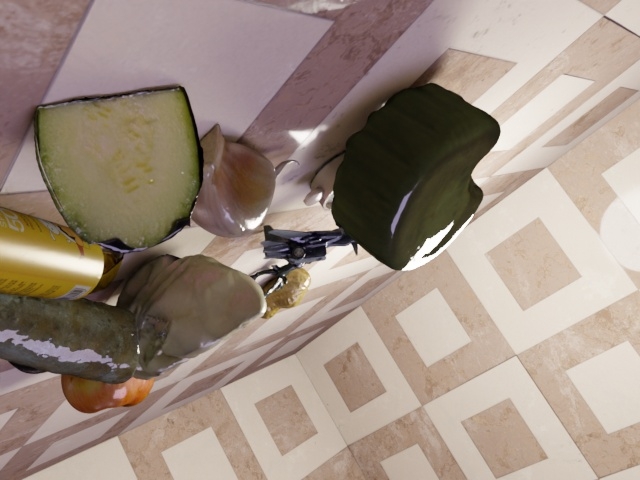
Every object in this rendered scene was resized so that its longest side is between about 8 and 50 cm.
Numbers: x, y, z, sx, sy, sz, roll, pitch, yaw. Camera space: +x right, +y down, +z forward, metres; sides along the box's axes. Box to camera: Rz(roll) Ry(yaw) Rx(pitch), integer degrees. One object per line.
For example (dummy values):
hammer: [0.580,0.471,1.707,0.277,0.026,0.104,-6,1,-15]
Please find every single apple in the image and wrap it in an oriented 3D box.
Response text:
apple: [-0.480,0.305,1.356,0.209,0.164,0.209,-3,170,-1]

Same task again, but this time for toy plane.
toy plane: [0.001,0.011,1.342,0.267,0.088,0.212,-1,163,-3]

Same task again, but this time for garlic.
garlic: [-0.125,-0.076,0.967,0.148,0.129,0.266,-35,171,18]

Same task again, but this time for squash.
squash: [-0.241,-0.081,0.713,0.191,0.184,0.085,-18,-160,-35]

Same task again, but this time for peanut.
peanut: [-0.119,0.164,1.803,0.226,0.108,0.095,-36,171,24]

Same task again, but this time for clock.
clock: [0.053,-0.133,1.249,0.229,0.063,0.156,-27,163,-28]

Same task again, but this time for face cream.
face cream: [-0.394,0.008,0.696,0.105,0.105,0.348,-33,166,5]

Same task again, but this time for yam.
yam: [-0.416,0.135,0.919,0.133,0.133,0.330,-36,142,18]

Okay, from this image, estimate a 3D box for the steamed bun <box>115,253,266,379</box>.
steamed bun: [-0.280,0.133,1.171,0.320,0.206,0.275,-32,-179,-1]

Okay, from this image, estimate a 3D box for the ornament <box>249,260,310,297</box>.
ornament: [-0.106,0.077,1.586,0.236,0.080,0.202,-35,169,16]

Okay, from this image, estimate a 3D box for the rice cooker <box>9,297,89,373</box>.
rice cooker: [-0.477,0.171,1.065,0.165,0.112,0.106,-22,169,-31]

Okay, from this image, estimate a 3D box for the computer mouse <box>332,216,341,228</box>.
computer mouse: [0.151,-0.106,1.374,0.269,0.138,0.086,-32,180,-1]

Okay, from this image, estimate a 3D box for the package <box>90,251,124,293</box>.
package: [-0.381,0.055,0.999,0.131,0.047,0.071,-16,156,-42]

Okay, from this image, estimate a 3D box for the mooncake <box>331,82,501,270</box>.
mooncake: [0.175,-0.113,1.140,0.351,0.187,0.351,-36,150,-25]
